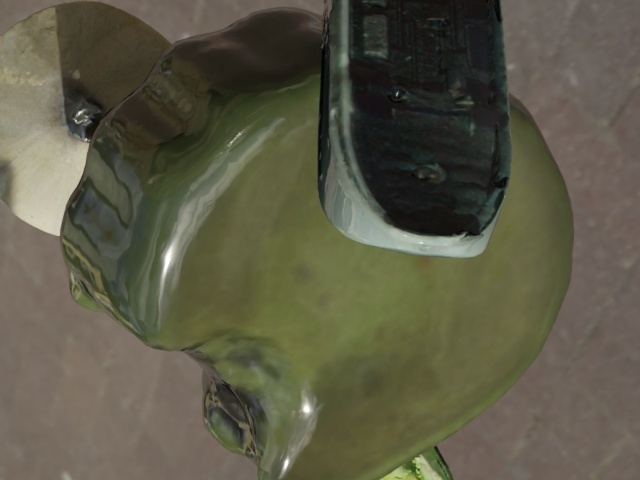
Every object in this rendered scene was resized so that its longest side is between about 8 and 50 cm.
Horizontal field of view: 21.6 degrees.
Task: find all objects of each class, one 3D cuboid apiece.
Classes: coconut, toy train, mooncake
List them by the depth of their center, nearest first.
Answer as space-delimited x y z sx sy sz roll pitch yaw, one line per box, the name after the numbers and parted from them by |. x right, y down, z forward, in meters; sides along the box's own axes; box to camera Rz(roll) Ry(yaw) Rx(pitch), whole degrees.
0.040 -0.122 0.843 0.088 0.086 0.407 104 172 -46 | toy train
0.000 0.000 1.186 0.187 0.351 0.351 -136 35 -58 | mooncake
-0.202 -0.101 1.453 0.202 0.202 0.222 64 177 2 | coconut

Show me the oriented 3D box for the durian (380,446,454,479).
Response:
0.052 0.217 1.951 0.169 0.158 0.352 -26 82 15 | durian
